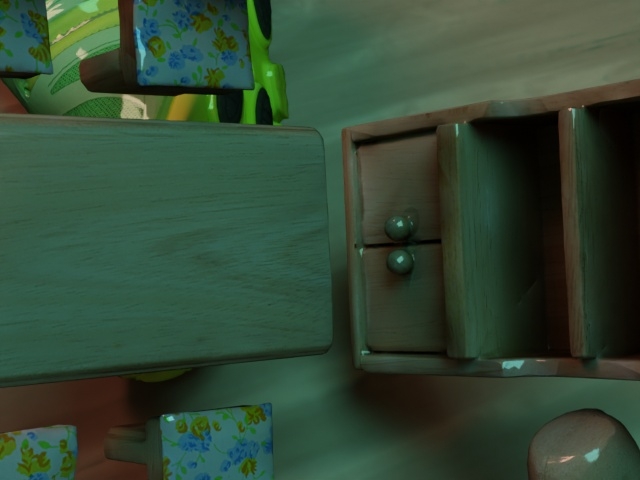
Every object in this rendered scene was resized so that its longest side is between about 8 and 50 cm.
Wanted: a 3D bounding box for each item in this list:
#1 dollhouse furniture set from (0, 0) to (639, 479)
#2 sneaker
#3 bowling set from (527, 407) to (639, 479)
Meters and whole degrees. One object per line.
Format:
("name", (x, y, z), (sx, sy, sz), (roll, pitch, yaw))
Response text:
("dollhouse furniture set", (0.000, 0.000, 0.384), (0.242, 0.161, 0.212), (-2, 88, -39))
("sneaker", (-0.084, -0.073, 0.545), (0.124, 0.109, 0.295), (-13, 62, 17))
("bowling set", (0.099, 0.151, 0.423), (0.287, 0.200, 0.154), (-36, 114, -32))
